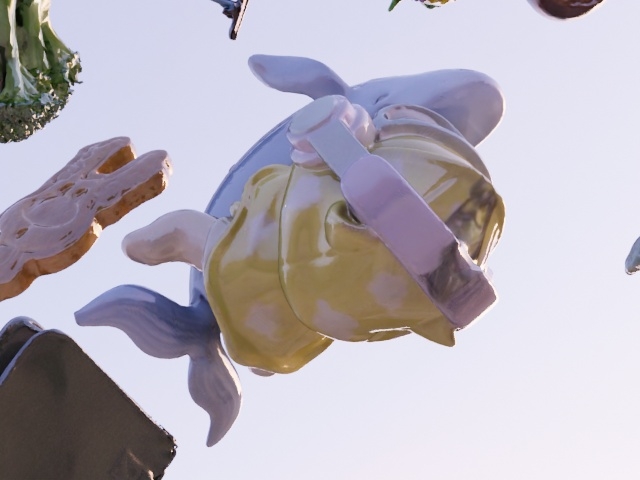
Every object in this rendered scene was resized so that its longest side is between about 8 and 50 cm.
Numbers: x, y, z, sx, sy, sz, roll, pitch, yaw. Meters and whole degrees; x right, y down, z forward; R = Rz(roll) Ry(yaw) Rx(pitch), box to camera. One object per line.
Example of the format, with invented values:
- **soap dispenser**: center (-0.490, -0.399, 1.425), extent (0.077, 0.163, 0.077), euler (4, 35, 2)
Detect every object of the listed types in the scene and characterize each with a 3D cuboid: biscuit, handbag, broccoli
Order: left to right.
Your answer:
- **broccoli**: center (-0.264, -0.193, 1.217), extent (0.269, 0.254, 0.269), euler (-34, -22, -16)
- **handbag**: center (-0.288, 0.241, 1.681), extent (0.079, 0.247, 0.260), euler (10, -32, 43)
- **biscuit**: center (-0.254, -0.020, 1.577), extent (0.236, 0.144, 0.040), euler (-40, -61, -21)

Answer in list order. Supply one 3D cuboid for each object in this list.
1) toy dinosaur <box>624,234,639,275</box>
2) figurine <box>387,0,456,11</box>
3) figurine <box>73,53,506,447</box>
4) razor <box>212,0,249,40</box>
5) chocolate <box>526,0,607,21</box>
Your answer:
- **toy dinosaur**: center (0.410, -0.103, 1.409), extent (0.393, 0.092, 0.205), euler (-32, -21, -36)
- **figurine**: center (0.105, -0.264, 1.537), extent (0.115, 0.094, 0.156), euler (-23, -10, -38)
- **figurine**: center (0.000, 0.000, 0.726), extent (0.208, 0.184, 0.128), euler (-44, -65, 1)
- **razor**: center (-0.135, -0.275, 1.469), extent (0.042, 0.082, 0.253), euler (6, -20, 30)
- **chocolate**: center (0.251, -0.290, 1.689), extent (0.124, 0.133, 0.127), euler (22, -23, 14)
